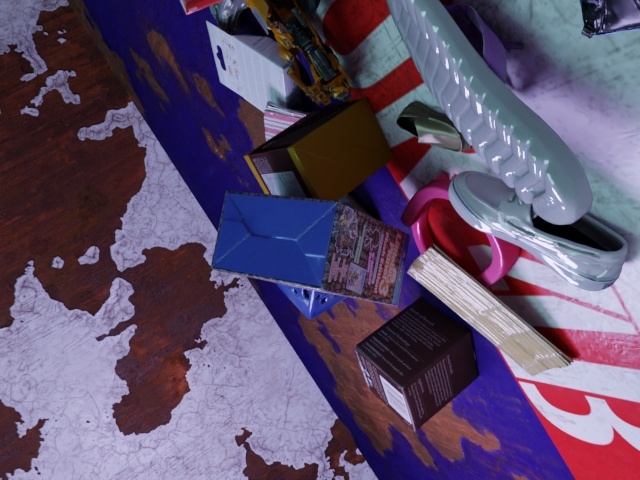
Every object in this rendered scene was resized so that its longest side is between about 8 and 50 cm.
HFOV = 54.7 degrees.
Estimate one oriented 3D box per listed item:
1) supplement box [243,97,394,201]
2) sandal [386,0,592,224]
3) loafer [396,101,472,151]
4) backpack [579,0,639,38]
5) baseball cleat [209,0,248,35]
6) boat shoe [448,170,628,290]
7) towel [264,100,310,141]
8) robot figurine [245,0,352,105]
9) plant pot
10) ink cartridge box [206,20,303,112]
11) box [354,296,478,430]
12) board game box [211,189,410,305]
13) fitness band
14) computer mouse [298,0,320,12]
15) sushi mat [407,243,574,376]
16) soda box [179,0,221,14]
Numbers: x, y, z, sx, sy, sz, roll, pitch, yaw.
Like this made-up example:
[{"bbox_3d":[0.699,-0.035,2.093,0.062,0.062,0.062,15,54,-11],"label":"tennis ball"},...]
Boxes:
[{"bbox_3d":[-0.005,-0.161,1.190,0.194,0.191,0.129,4,127,56],"label":"supplement box"},{"bbox_3d":[0.213,-0.200,0.778,0.416,0.102,0.169,60,179,19],"label":"sandal"},{"bbox_3d":[0.177,-0.173,0.978,0.148,0.050,0.056,36,154,45],"label":"loafer"},{"bbox_3d":[0.278,-0.252,0.544,0.105,0.084,0.114,20,145,59],"label":"backpack"},{"bbox_3d":[-0.203,-0.512,1.312,0.109,0.072,0.206,61,158,3],"label":"baseball cleat"},{"bbox_3d":[0.295,-0.035,0.858,0.267,0.096,0.088,42,153,31],"label":"boat shoe"},{"bbox_3d":[-0.052,-0.227,1.390,0.144,0.029,0.197,15,152,7],"label":"towel"},{"bbox_3d":[-0.047,-0.357,1.084,0.291,0.085,0.211,57,-169,10],"label":"robot figurine"},{"bbox_3d":[0.000,0.000,1.443,0.236,0.236,0.212,47,152,26],"label":"plant pot"},{"bbox_3d":[-0.140,-0.375,1.366,0.232,0.066,0.189,42,158,23],"label":"ink cartridge box"},{"bbox_3d":[0.217,0.275,1.393,0.167,0.203,0.168,35,152,46],"label":"box"},{"bbox_3d":[-0.008,0.019,1.114,0.232,0.141,0.291,8,174,32],"label":"board game box"},{"bbox_3d":[0.241,-0.005,1.102,0.209,0.054,0.291,51,162,12],"label":"fitness band"},{"bbox_3d":[-0.053,-0.502,0.970,0.262,0.060,0.184,61,174,16],"label":"computer mouse"},{"bbox_3d":[0.298,0.131,1.126,0.316,0.019,0.151,40,161,5],"label":"sushi mat"},{"bbox_3d":[-0.227,-0.515,1.166,0.263,0.092,0.083,-103,-8,-53],"label":"soda box"}]
